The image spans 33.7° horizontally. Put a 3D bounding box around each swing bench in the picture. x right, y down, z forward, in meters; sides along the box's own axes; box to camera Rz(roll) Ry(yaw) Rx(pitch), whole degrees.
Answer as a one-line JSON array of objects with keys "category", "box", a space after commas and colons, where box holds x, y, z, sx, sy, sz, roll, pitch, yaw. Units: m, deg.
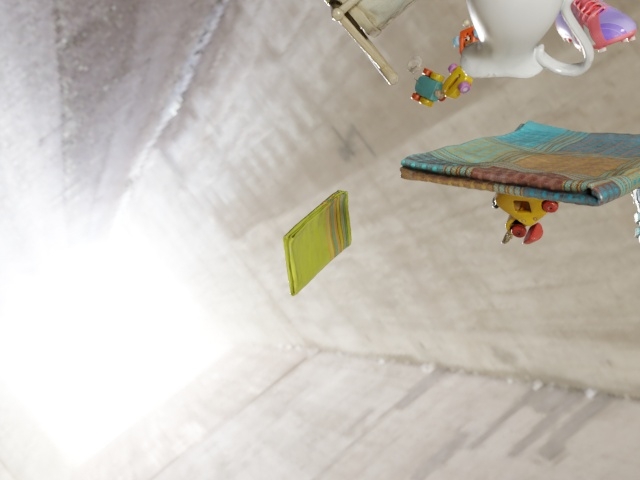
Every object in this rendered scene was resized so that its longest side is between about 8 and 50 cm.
[{"category": "swing bench", "box": [0.132, -0.414, 1.645, 0.253, 0.165, 0.255, -39, -150, 10]}]

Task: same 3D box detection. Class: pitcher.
[{"category": "pitcher", "box": [0.273, -0.296, 1.359, 0.207, 0.177, 0.126, 86, 16, -54]}]

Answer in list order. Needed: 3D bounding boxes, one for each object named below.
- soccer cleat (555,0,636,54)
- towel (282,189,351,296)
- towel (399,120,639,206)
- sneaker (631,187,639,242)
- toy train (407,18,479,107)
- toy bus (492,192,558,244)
[{"category": "soccer cleat", "box": [0.413, -0.345, 1.622, 0.083, 0.095, 0.248, -20, -164, 3]}, {"category": "towel", "box": [0.000, 0.000, 1.713, 0.021, 0.102, 0.237, -1, -160, 24]}, {"category": "towel", "box": [0.306, -0.107, 1.359, 0.271, 0.040, 0.370, 10, -163, 34]}, {"category": "sneaker", "box": [0.632, -0.086, 2.039, 0.127, 0.208, 0.319, 3, -168, -8]}, {"category": "toy train", "box": [0.221, -0.291, 1.783, 0.046, 0.125, 0.166, 14, 157, -37]}, {"category": "toy bus", "box": [0.367, -0.089, 1.916, 0.202, 0.104, 0.191, -56, -172, 7]}]
